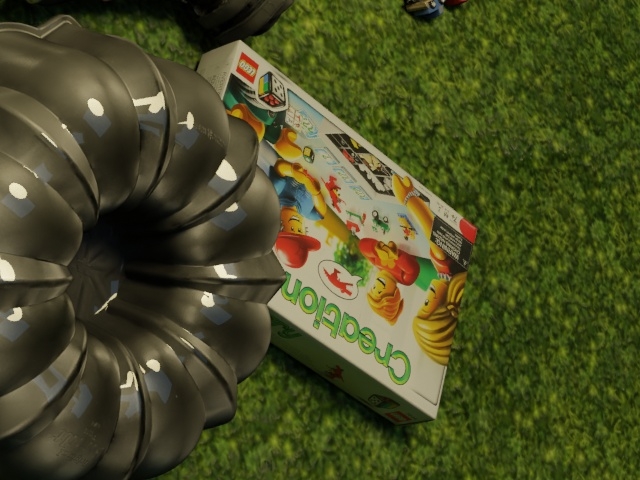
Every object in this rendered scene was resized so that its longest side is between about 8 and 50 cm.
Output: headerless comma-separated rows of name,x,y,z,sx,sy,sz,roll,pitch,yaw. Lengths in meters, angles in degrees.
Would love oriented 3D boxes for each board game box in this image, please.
board game box,0.000,0.000,1.372,0.305,0.053,0.193,36,55,-33

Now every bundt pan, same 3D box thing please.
bundt pan,-0.146,0.019,1.091,0.331,0.124,0.331,-9,102,-46

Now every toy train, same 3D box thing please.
toy train,0.130,-0.244,1.607,0.158,0.027,0.036,-31,111,-47

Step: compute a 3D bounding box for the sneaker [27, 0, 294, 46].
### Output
sneaker,-0.103,-0.208,1.292,0.147,0.104,0.296,58,40,-9
